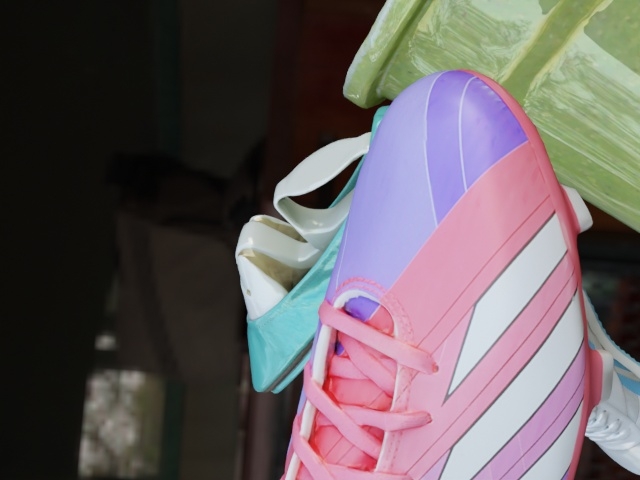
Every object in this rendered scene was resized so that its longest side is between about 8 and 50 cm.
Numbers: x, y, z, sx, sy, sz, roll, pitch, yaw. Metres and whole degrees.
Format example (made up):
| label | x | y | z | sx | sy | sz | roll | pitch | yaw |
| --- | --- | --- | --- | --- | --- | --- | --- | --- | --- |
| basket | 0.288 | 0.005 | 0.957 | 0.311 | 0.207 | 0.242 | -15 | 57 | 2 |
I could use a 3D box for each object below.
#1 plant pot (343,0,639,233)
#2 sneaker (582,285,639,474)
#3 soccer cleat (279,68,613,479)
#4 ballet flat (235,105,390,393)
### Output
| label | x | y | z | sx | sy | sz | roll | pitch | yaw |
| --- | --- | --- | --- | --- | --- | --- | --- | --- | --- |
| plant pot | 0.193 | -0.087 | 0.713 | 0.276 | 0.254 | 0.276 | -51 | -4 | -5 |
| sneaker | 0.218 | 0.126 | 1.492 | 0.087 | 0.229 | 0.092 | -22 | 26 | 46 |
| soccer cleat | 0.015 | 0.078 | 0.485 | 0.083 | 0.095 | 0.248 | 32 | 124 | 51 |
| ballet flat | 0.000 | 0.000 | 1.077 | 0.247 | 0.087 | 0.083 | -48 | 14 | 40 |
